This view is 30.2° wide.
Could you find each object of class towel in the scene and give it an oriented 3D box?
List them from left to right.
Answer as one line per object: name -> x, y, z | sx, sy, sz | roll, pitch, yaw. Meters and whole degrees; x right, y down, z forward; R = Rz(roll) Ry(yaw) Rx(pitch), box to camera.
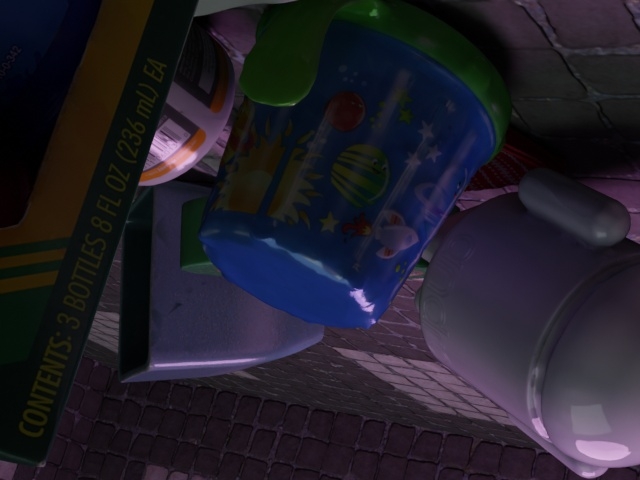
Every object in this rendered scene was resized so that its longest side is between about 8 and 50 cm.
towel -> 0.092, -0.093, 1.215 | 0.199, 0.031, 0.275 | 27, 161, -32

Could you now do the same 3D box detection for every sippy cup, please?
sippy cup -> 0.014, -0.056, 1.000 | 0.305, 0.224, 0.240 | 37, 156, -28

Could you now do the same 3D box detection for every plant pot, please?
plant pot -> -0.131, 0.066, 1.626 | 0.252, 0.247, 0.248 | 3, 169, -19

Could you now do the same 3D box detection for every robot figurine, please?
robot figurine -> 0.233, 0.081, 1.124 | 0.353, 0.199, 0.300 | 34, 139, 49

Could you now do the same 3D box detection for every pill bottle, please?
pill bottle -> -0.211, -0.171, 1.014 | 0.162, 0.162, 0.278 | 4, 160, 37

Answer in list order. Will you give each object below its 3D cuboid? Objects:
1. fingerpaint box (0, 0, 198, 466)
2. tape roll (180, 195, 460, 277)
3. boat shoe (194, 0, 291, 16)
fingerpaint box -> -0.251, -0.158, 0.572 | 0.371, 0.445, 0.163 | 27, 160, -33
tape roll -> 0.000, 0.000, 1.362 | 0.321, 0.077, 0.321 | 1, 176, 0
boat shoe -> -0.060, -0.217, 0.886 | 0.219, 0.078, 0.070 | 8, 131, 55
